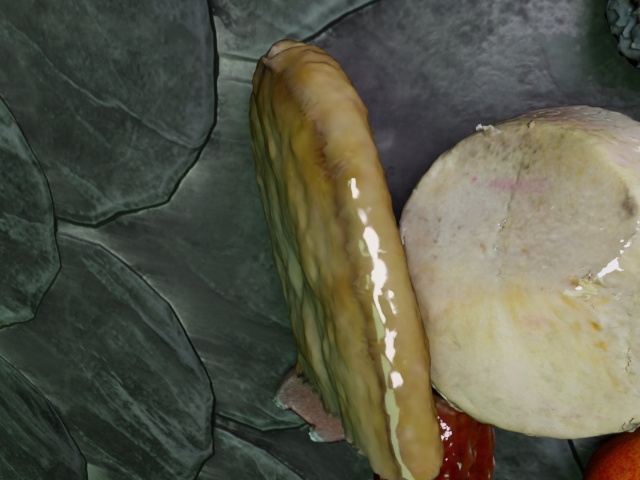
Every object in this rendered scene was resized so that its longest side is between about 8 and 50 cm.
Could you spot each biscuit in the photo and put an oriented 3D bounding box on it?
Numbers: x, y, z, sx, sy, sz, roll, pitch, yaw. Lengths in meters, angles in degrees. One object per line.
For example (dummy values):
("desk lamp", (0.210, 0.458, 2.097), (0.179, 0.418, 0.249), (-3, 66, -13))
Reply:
("biscuit", (0.001, 0.000, 0.651), (0.103, 0.429, 0.446), (-12, 85, -11))

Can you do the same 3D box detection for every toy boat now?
("toy boat", (0.029, 0.238, 0.897), (0.155, 0.085, 0.227), (46, 131, -3))

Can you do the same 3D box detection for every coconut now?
("coconut", (0.246, 0.044, 0.597), (0.352, 0.352, 0.353), (8, 113, 19))

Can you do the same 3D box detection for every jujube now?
("jujube", (0.164, 0.328, 0.813), (0.174, 0.174, 0.251), (16, 109, 16))

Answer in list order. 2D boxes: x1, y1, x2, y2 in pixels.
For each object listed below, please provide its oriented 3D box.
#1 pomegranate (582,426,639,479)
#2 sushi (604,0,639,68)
("pomegranate", (0.443, 0.322, 0.678), (0.210, 0.210, 0.235), (42, 95, 2))
("sushi", (0.394, -0.243, 0.481), (0.218, 0.225, 0.238), (0, 153, -4))
